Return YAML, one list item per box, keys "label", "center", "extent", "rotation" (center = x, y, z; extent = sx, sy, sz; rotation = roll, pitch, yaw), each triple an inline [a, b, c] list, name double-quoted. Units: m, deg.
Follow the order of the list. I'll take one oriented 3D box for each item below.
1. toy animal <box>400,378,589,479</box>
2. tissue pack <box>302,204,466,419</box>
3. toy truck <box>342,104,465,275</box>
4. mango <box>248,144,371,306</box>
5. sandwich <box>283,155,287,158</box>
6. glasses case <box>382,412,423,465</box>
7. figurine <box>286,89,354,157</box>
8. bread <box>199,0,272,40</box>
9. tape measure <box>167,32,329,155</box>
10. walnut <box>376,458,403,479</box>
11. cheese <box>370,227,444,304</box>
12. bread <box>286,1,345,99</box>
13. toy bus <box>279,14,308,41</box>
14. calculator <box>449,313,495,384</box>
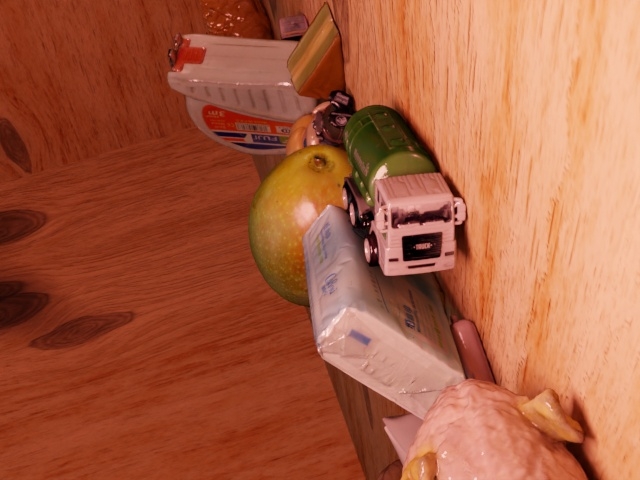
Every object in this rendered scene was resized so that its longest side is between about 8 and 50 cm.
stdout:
- label: "toy animal"
  center: [0.170, 0.276, 1.058]
  extent: [0.226, 0.188, 0.358]
  rotation: [71, 178, -56]
- label: "tissue pack"
  center: [0.070, 0.077, 1.355]
  extent: [0.177, 0.089, 0.263]
  rotation: [33, -162, -18]
- label: "toy truck"
  center: [0.087, -0.062, 1.329]
  extent: [0.242, 0.101, 0.124]
  rotation: [-111, 18, -59]
- label: "mango"
  center: [0.000, 0.000, 1.758]
  extent: [0.382, 0.201, 0.225]
  rotation: [84, -165, -66]
- label: "sandwich"
  center: [-0.014, -0.125, 2.108]
  extent: [0.254, 0.100, 0.288]
  rotation: [-101, -5, -81]
- label: "glasses case"
  center: [0.179, 0.313, 1.408]
  extent: [0.083, 0.128, 0.308]
  rotation: [112, 147, -41]
- label: "figurine"
  center: [0.006, -0.161, 1.796]
  extent: [0.196, 0.108, 0.114]
  rotation: [119, 148, -73]
- label: "bread"
  center: [-0.181, -0.463, 2.526]
  extent: [0.143, 0.140, 0.228]
  rotation: [126, 128, -86]
- label: "tape measure"
  center: [-0.109, -0.249, 1.943]
  extent: [0.246, 0.243, 0.125]
  rotation: [75, -156, -61]
- label: "walnut"
  center: [0.158, 0.466, 2.047]
  extent: [0.162, 0.140, 0.140]
  rotation: [59, 170, 20]
- label: "cheese"
  center: [0.112, 0.061, 1.577]
  extent: [0.171, 0.126, 0.093]
  rotation: [42, 148, 42]
- label: "bread"
  center: [0.019, -0.283, 1.747]
  extent: [0.139, 0.084, 0.074]
  rotation: [-54, 46, 44]
- label: "toy bus"
  center: [-0.040, -0.318, 2.012]
  extent: [0.172, 0.058, 0.072]
  rotation: [83, 177, -62]
- label: "calculator"
  center: [0.185, 0.170, 1.385]
  extent: [0.100, 0.032, 0.174]
  rotation: [94, 159, -75]
